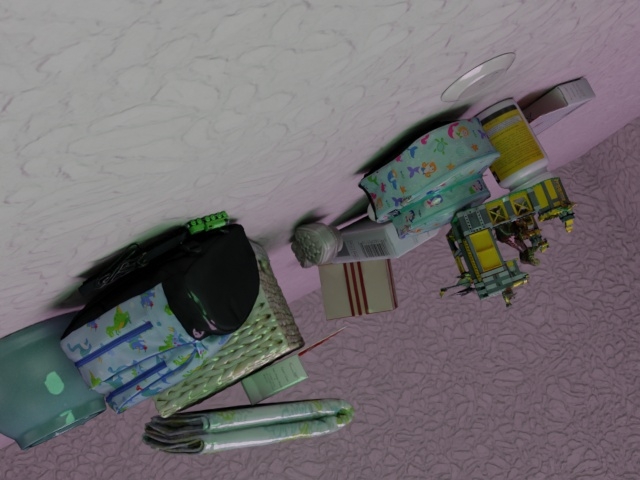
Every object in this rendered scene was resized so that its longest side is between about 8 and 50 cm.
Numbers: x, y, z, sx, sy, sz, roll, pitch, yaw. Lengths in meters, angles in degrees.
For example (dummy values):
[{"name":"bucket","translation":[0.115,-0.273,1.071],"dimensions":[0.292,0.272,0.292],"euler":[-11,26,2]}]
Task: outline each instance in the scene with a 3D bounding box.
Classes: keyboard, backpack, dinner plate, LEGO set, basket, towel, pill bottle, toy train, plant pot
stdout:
[{"name":"keyboard","translation":[-0.306,0.024,1.122],"dimensions":[0.192,0.038,0.100],"euler":[-29,-165,1]},{"name":"backpack","translation":[0.227,-0.128,1.379],"dimensions":[0.225,0.191,0.253],"euler":[-20,164,-37]},{"name":"dinner plate","translation":[0.269,-0.269,1.176],"dimensions":[0.141,0.017,0.141],"euler":[-28,172,-5]},{"name":"LEGO set","translation":[0.378,0.027,1.371],"dimensions":[0.254,0.192,0.331],"euler":[-18,169,-9]},{"name":"basket","translation":[-0.230,0.186,1.537],"dimensions":[0.331,0.267,0.328],"euler":[-29,171,1]},{"name":"towel","translation":[-0.163,0.410,1.533],"dimensions":[0.374,0.090,0.320],"euler":[2,167,-36]},{"name":"pill bottle","translation":[0.412,-0.185,1.487],"dimensions":[0.119,0.209,0.119],"euler":[-27,172,-4]},{"name":"toy train","translation":[-0.186,-0.029,1.163],"dimensions":[0.083,0.024,0.017],"euler":[-19,169,-44]},{"name":"plant pot","translation":[-0.546,0.291,1.388],"dimensions":[0.293,0.196,0.293],"euler":[-28,172,-4]},{"name":"backpack","translation":[-0.292,0.148,1.242],"dimensions":[0.355,0.274,0.290],"euler":[-16,-165,16]}]

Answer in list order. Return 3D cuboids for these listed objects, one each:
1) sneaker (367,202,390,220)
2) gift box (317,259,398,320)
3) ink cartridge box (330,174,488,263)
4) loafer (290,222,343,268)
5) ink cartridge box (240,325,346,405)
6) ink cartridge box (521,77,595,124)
[{"name":"sneaker","translation":[0.168,-0.116,1.632],"dimensions":[0.115,0.090,0.232],"euler":[-8,156,-39]},{"name":"gift box","translation":[0.100,0.115,2.257],"dimensions":[0.276,0.258,0.255],"euler":[-8,176,6]},{"name":"ink cartridge box","translation":[0.238,-0.055,1.890],"dimensions":[0.384,0.091,0.308],"euler":[-26,-172,-30]},{"name":"loafer","translation":[0.000,0.000,1.707],"dimensions":[0.111,0.112,0.319],"euler":[-31,-179,-11]},{"name":"ink cartridge box","translation":[-0.052,0.297,1.638],"dimensions":[0.261,0.066,0.296],"euler":[-26,171,-8]},{"name":"ink cartridge box","translation":[0.489,-0.280,1.688],"dimensions":[0.238,0.060,0.275],"euler":[-21,170,-36]}]
